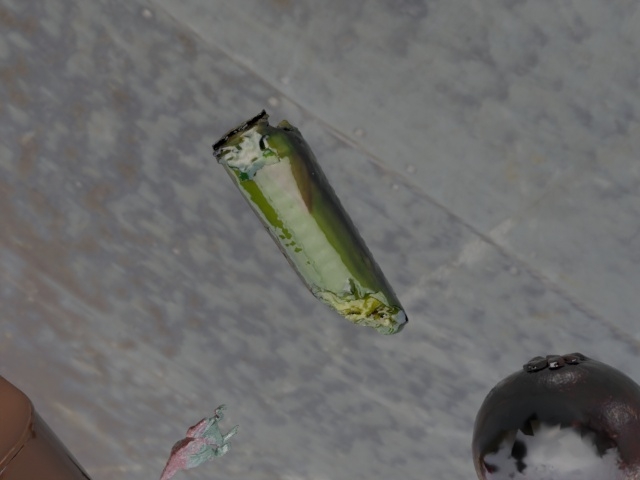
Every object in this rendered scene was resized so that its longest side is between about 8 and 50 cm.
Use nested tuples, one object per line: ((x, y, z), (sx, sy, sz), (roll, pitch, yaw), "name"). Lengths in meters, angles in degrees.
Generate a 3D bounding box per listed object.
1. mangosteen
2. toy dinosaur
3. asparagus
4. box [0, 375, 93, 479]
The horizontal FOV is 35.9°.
((0.399, 0.354, 1.559), (0.307, 0.307, 0.347), (-13, 89, 44), "mangosteen")
((-0.222, 0.353, 1.616), (0.242, 0.167, 0.053), (-41, 72, 19), "toy dinosaur")
((0.000, 0.000, 1.306), (0.108, 0.128, 0.382), (-30, 108, 8), "asparagus")
((-0.473, 0.281, 1.217), (0.339, 0.239, 0.229), (25, 152, 34), "box")
